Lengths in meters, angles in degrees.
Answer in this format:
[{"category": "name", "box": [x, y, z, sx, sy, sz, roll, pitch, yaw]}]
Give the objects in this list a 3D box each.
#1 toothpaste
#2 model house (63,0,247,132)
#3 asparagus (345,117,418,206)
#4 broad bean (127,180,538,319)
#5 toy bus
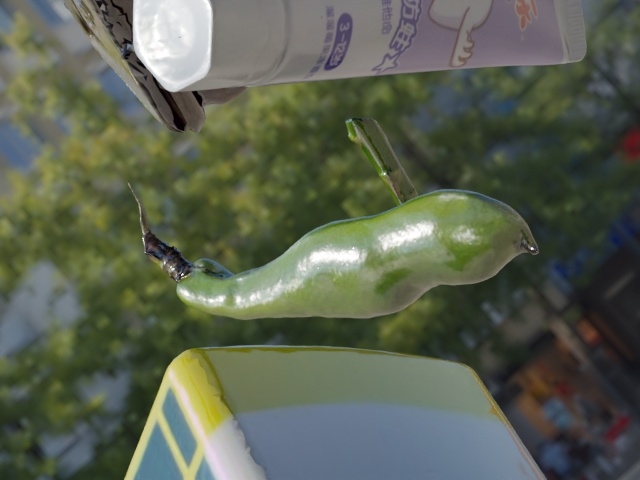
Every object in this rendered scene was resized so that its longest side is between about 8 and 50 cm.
[{"category": "toothpaste", "box": [0.043, -0.154, 1.227, 0.080, 0.125, 0.371, -2, 9, 44]}, {"category": "model house", "box": [-0.067, -0.262, 1.374, 0.282, 0.297, 0.317, -33, -45, -5]}, {"category": "asparagus", "box": [0.055, -0.057, 1.611, 0.025, 0.108, 0.021, -17, 19, 48]}, {"category": "broad bean", "box": [0.003, 0.010, 1.298, 0.318, 0.098, 0.056, 0, 32, 33]}, {"category": "toy bus", "box": [0.052, 0.260, 0.935, 0.209, 0.440, 0.249, 6, -58, -29]}]
